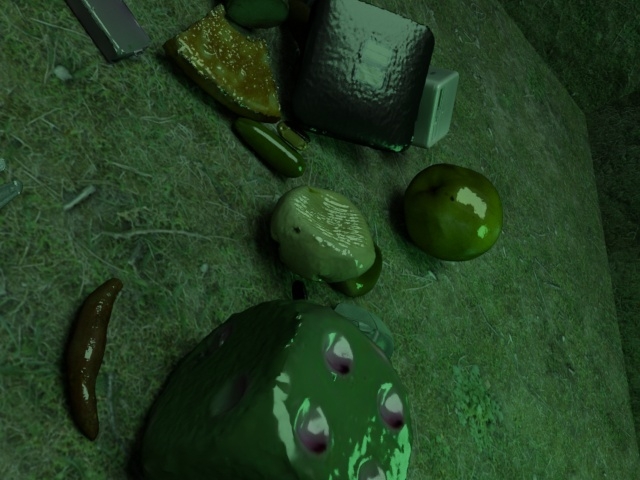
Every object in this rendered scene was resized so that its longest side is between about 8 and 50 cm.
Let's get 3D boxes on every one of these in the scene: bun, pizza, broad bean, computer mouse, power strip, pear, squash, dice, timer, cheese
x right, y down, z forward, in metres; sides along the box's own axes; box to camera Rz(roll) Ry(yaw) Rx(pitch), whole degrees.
[{"bbox_3d":[0.000,0.000,1.532,0.259,0.160,0.259,24,33,-17],"label":"bun"},{"bbox_3d":[-0.210,-0.395,1.572,0.323,0.089,0.223,31,53,-40],"label":"pizza"},{"bbox_3d":[0.087,0.064,1.677,0.124,0.082,0.174,50,48,-16],"label":"broad bean"},{"bbox_3d":[0.101,0.211,1.606,0.229,0.068,0.113,30,46,-38],"label":"computer mouse"},{"bbox_3d":[-0.442,-0.474,1.371,0.279,0.037,0.109,56,37,-11],"label":"power strip"},{"bbox_3d":[0.368,-0.073,1.946,0.294,0.294,0.294,29,48,-39],"label":"pear"},{"bbox_3d":[-0.115,-0.212,1.602,0.201,0.066,0.066,36,44,-23],"label":"squash"},{"bbox_3d":[-0.063,0.305,1.133,0.322,0.318,0.330,47,40,-23],"label":"dice"},{"bbox_3d":[0.264,-0.393,2.010,0.194,0.195,0.192,-39,142,-53],"label":"timer"},{"bbox_3d":[-0.066,-0.256,1.661,0.086,0.036,0.162,36,13,-13],"label":"cheese"}]

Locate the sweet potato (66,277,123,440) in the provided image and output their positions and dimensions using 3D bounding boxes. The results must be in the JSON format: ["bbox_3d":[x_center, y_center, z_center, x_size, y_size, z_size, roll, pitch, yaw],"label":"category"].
[{"bbox_3d":[-0.354,0.170,1.077,0.078,0.058,0.255,46,39,-57],"label":"sweet potato"}]

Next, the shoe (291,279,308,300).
[{"bbox_3d":[-0.049,0.159,1.462,0.053,0.062,0.159,5,65,-36],"label":"shoe"}]

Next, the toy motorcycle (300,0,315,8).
[{"bbox_3d":[-0.008,-0.633,1.928,0.100,0.058,0.173,22,13,-37],"label":"toy motorcycle"}]

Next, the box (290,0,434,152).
[{"bbox_3d":[0.107,-0.422,1.794,0.359,0.091,0.350,13,92,-23],"label":"box"}]

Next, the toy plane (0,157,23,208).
[{"bbox_3d":[-0.517,-0.017,0.957,0.212,0.088,0.267,22,53,-42],"label":"toy plane"}]

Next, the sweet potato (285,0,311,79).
[{"bbox_3d":[-0.055,-0.549,1.852,0.085,0.112,0.285,53,15,-77],"label":"sweet potato"}]

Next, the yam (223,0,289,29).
[{"bbox_3d":[-0.167,-0.676,1.731,0.168,0.168,0.304,19,54,-45],"label":"yam"}]
